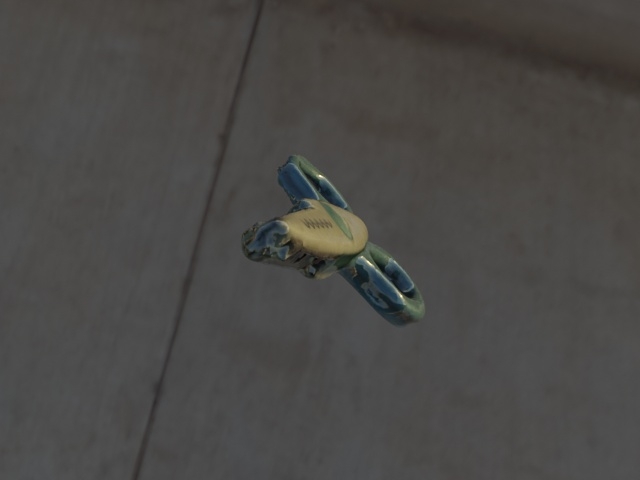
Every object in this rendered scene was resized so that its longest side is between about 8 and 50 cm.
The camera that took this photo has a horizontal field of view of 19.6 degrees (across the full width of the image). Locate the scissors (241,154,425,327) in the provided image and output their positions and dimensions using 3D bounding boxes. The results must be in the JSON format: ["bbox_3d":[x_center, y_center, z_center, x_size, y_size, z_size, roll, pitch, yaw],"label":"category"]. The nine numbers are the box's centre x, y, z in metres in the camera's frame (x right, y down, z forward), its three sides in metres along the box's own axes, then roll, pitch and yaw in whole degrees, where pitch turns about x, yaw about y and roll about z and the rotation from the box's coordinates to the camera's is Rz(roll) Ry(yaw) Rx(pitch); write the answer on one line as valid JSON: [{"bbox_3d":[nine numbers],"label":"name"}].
[{"bbox_3d":[0.000,0.000,1.117,0.138,0.041,0.289,55,11,7],"label":"scissors"}]
